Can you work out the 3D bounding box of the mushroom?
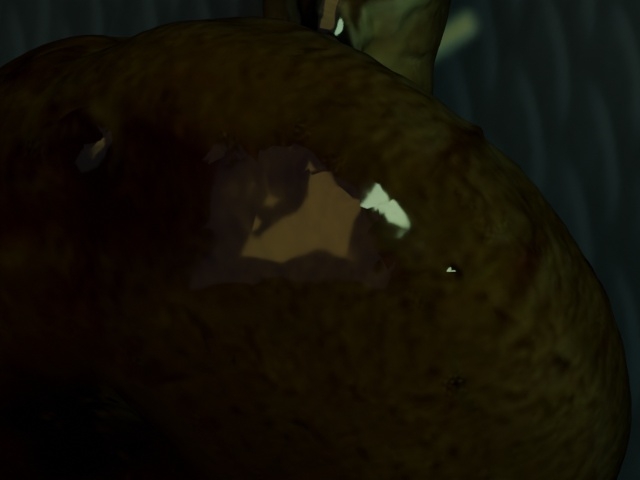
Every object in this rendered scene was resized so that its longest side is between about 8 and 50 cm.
[{"bbox_3d":[-0.004,0.025,0.614,0.254,0.267,0.267,-30,63,-17],"label":"mushroom"}]
